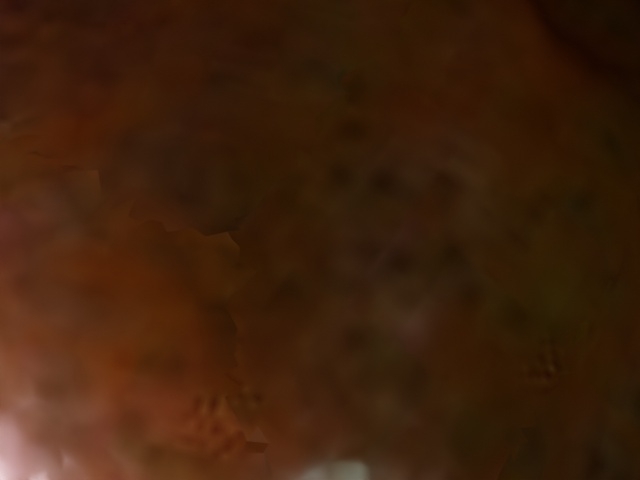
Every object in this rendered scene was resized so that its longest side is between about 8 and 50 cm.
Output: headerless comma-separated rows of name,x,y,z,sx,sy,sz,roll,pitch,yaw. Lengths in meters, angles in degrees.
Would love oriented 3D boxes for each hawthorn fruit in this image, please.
hawthorn fruit,0.000,0.000,0.531,0.298,0.277,0.277,-50,128,-3
